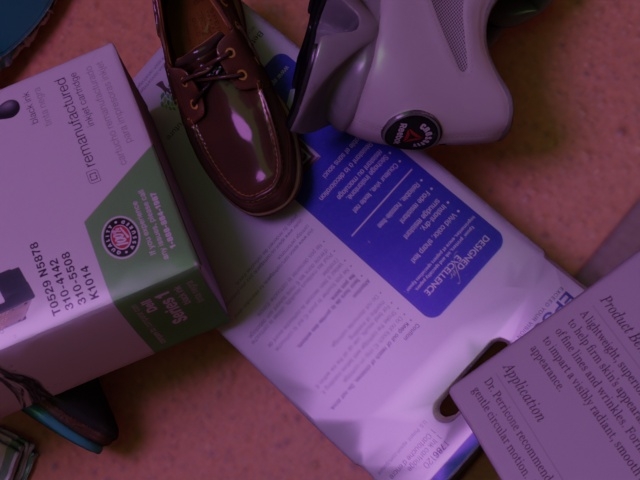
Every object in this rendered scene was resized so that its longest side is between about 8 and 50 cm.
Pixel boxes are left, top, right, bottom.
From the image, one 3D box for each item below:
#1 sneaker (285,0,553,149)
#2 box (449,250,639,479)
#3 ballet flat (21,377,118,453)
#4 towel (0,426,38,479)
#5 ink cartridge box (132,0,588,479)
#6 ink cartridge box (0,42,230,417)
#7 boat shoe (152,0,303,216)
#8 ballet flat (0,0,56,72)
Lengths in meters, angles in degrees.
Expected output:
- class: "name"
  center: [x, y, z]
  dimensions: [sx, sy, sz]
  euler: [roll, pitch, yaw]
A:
- class: "sneaker"
  center: [0.074, -0.193, 0.786]
  dimensions: [0.146, 0.122, 0.330]
  euler: [12, 64, -7]
- class: "box"
  center: [0.177, 0.135, 0.590]
  dimensions: [0.119, 0.182, 0.181]
  euler: [-36, 41, 7]
- class: "ballet flat"
  center: [-0.234, 0.043, 0.838]
  dimensions: [0.280, 0.095, 0.096]
  euler: [22, 75, 22]
- class: "towel"
  center: [-0.273, 0.161, 0.856]
  dimensions: [0.152, 0.023, 0.113]
  euler: [21, 83, 23]
- class: "ink cartridge box"
  center: [0.000, 0.000, 0.781]
  dimensions: [0.165, 0.065, 0.333]
  euler: [-47, 65, 2]
- class: "ink cartridge box"
  center: [-0.186, 0.008, 0.736]
  dimensions: [0.219, 0.092, 0.160]
  euler: [-23, 67, -2]
- class: "boat shoe"
  center: [-0.064, -0.096, 0.763]
  dimensions: [0.064, 0.060, 0.178]
  euler: [-26, 69, 11]
- class: "ballet flat"
  center: [-0.266, -0.131, 0.901]
  dimensions: [0.241, 0.091, 0.077]
  euler: [-57, 30, -11]
